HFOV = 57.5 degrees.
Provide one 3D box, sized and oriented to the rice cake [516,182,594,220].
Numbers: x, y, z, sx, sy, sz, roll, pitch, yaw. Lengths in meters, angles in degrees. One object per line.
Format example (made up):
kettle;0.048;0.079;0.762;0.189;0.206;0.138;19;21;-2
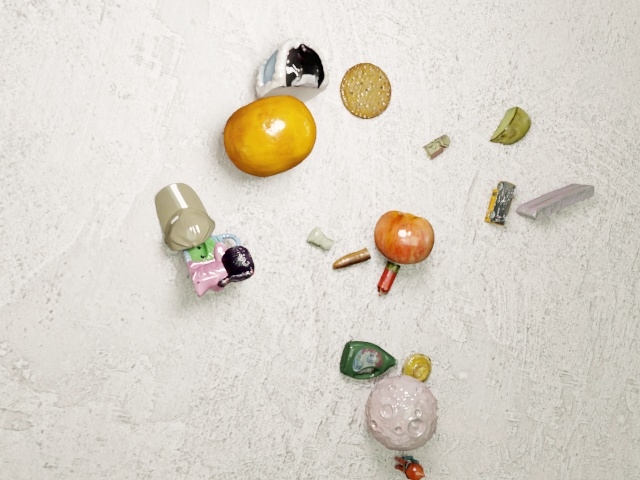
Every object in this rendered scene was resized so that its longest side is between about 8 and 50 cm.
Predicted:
rice cake;0.896;-0.150;2.229;0.298;0.106;0.050;-22;113;-17

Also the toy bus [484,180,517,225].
toy bus;0.665;-0.139;2.164;0.070;0.074;0.162;15;92;-13

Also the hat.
hat;-0.417;-0.076;1.761;0.166;0.144;0.173;-27;120;-13

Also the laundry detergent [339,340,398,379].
laundry detergent;0.176;0.427;2.055;0.211;0.063;0.137;13;95;-23

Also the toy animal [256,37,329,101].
toy animal;-0.096;-0.515;1.792;0.208;0.204;0.155;-8;84;-38

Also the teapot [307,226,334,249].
teapot;0.000;0.000;1.954;0.083;0.057;0.067;35;121;-23

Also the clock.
clock;-0.310;0.062;1.783;0.196;0.100;0.193;-19;57;-9

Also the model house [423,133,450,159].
model house;0.416;-0.331;2.065;0.083;0.057;0.058;-33;101;-16

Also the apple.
apple;0.282;-0.014;1.971;0.210;0.209;0.164;-1;108;-20

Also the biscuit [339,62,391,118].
biscuit;0.154;-0.504;1.968;0.188;0.027;0.187;-2;95;-19

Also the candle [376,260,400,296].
candle;0.234;0.138;2.051;0.052;0.052;0.130;24;88;-20

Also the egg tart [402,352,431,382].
egg tart;0.360;0.475;2.131;0.129;0.049;0.128;-3;98;-21

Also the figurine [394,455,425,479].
figurine;0.329;0.827;2.107;0.075;0.140;0.068;1;91;-20

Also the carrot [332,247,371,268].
carrot;0.104;0.065;1.998;0.139;0.048;0.048;-18;101;-16

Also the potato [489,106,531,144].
potato;0.720;-0.400;2.153;0.120;0.081;0.149;34;84;-17

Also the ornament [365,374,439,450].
ornament;0.285;0.598;2.018;0.260;0.225;0.259;-3;100;-15

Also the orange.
orange;-0.150;-0.310;1.743;0.284;0.284;0.225;-22;93;-16
